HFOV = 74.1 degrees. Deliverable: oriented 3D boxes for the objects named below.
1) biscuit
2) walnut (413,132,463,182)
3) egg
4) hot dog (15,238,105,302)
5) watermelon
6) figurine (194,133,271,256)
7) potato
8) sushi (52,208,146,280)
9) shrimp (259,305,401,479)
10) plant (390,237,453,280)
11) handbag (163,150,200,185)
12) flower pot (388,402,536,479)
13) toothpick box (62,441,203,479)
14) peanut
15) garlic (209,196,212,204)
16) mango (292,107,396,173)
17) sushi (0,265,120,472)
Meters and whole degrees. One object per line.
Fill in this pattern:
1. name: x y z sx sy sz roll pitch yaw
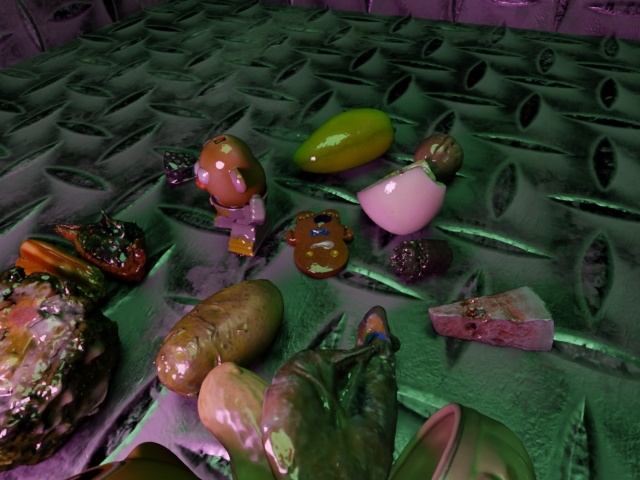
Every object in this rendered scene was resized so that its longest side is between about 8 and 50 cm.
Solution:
1. biscuit: 0.000 0.000 1.098 0.180 0.039 0.236 -5 46 -3
2. walnut: 0.351 -0.246 1.256 0.140 0.140 0.162 27 61 27
3. egg: 0.216 -0.100 1.100 0.207 0.161 0.271 -25 5 12
4. hot dog: -0.619 0.081 1.011 0.269 0.072 0.115 24 87 18
5. watermelon: 0.347 0.153 0.893 0.242 0.094 0.154 -5 37 2
6. figurine: -0.216 -0.130 1.067 0.343 0.284 0.167 30 52 28
7. potato: -0.189 0.187 0.849 0.176 0.141 0.298 30 44 27
8. sushi: -0.518 0.000 1.054 0.287 0.140 0.149 25 58 25
9. shrimp: 0.041 0.245 0.697 0.221 0.110 0.446 44 27 1
10. plant: 0.238 0.043 1.003 0.144 0.092 0.094 -6 52 -11
11. handbag: -0.424 -0.239 1.345 0.139 0.072 0.115 -12 43 -14
12. flower pot: 0.193 0.386 0.517 0.244 0.307 0.307 35 55 14
13. toothpick box: -0.213 0.438 0.395 0.409 0.408 0.425 22 48 24
14. peanut: -0.088 0.335 0.668 0.148 0.147 0.319 -34 64 -27
15. garlic: -0.283 -0.128 1.245 0.084 0.041 0.053 -11 57 4
16. mango: 0.070 -0.305 1.317 0.343 0.155 0.192 -24 47 -18
17. sushi: -0.551 0.236 0.791 0.294 0.178 0.351 8 47 9
